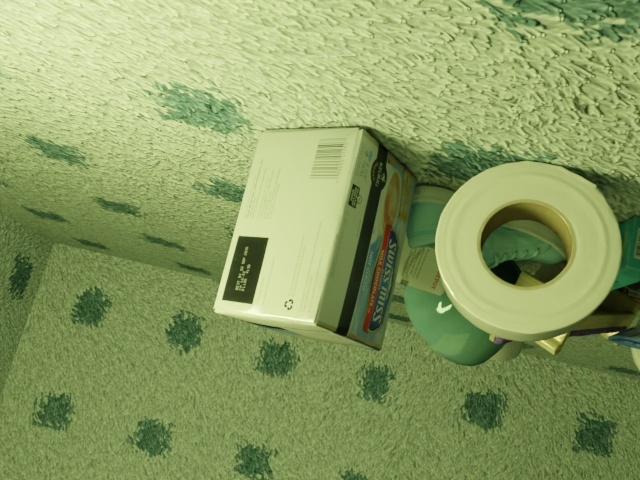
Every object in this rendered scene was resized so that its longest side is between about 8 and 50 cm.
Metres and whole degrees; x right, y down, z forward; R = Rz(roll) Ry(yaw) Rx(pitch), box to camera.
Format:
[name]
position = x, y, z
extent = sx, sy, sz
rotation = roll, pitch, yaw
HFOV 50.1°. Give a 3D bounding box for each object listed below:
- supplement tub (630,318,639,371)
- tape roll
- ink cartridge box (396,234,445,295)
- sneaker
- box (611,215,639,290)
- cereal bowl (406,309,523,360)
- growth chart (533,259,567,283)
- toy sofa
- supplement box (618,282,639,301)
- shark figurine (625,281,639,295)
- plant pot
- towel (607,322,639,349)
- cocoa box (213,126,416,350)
[supplement tub]
position = 0.915, 0.283, 1.731
extent = 0.229, 0.228, 0.316
rotation = 6, 165, 31
[tape roll]
position = 0.332, 0.017, 1.113
extent = 0.286, 0.286, 0.100
rotation = 10, 166, 17
[ink cartridge box]
position = 0.195, 0.017, 1.513
extent = 0.209, 0.086, 0.153
rotation = 18, 128, 1
[sneaker]
position = 0.331, 0.014, 1.387
extent = 0.366, 0.150, 0.135
rotation = 17, 168, -12
[box]
position = 0.573, 0.034, 1.329
extent = 0.060, 0.100, 0.244
rotation = 15, 167, 1
[cereal bowl]
position = 0.419, 0.186, 1.910
extent = 0.339, 0.141, 0.339
rotation = 16, -162, -6
[growth chart]
position = 0.484, 0.114, 1.540
extent = 0.021, 0.237, 0.172
rotation = 39, 177, 39
[toy sofa]
position = 0.547, 0.179, 1.516
extent = 0.363, 0.177, 0.150
rotation = 5, -156, -47
[supplement box]
position = 0.736, 0.125, 1.665
extent = 0.055, 0.043, 0.083
rotation = 16, 168, -13
[shark figurine]
position = 0.696, 0.084, 1.348
extent = 0.116, 0.166, 0.278
rotation = -22, 158, 3
[plant pot]
position = 0.375, 0.129, 1.643
extent = 0.290, 0.290, 0.195
rotation = 20, 140, -22
[towel]
position = 0.780, 0.165, 1.434
extent = 0.285, 0.034, 0.209
rotation = -20, -177, -10
[cocoa box]
position = 0.000, 0.000, 1.239
extent = 0.232, 0.346, 0.228
rotation = 4, 164, 36
